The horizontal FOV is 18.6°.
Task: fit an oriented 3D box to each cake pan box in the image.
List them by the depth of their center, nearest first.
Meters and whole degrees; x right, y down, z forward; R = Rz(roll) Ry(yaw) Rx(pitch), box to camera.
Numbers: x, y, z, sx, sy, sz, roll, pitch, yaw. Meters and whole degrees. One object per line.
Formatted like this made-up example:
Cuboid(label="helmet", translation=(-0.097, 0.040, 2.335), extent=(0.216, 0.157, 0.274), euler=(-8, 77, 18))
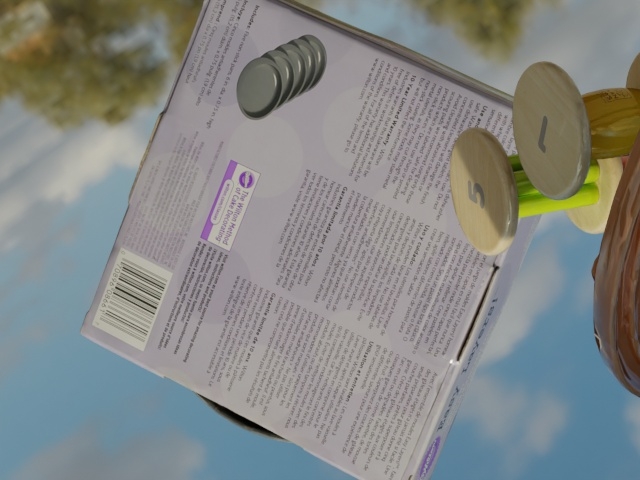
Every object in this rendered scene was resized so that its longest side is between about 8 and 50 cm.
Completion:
Cuboid(label="cake pan box", translation=(0.000, 0.000, 1.231), extent=(0.070, 0.245, 0.267), euler=(-2, 114, -67))

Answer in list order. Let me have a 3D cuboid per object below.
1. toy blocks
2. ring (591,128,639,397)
Cuboid(label="toy blocks", translation=(0.140, -0.042, 0.785), extent=(0.148, 0.054, 0.123), euler=(-10, 166, -20))
Cuboid(label="ring", translation=(0.195, -0.090, 0.654), extent=(0.336, 0.032, 0.337), euler=(-39, 152, -25))
